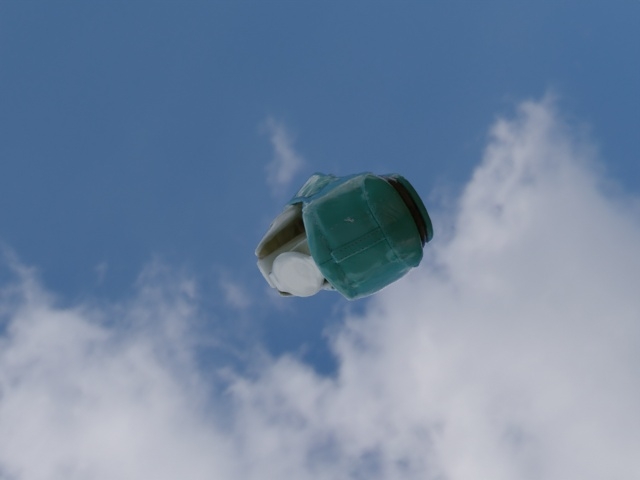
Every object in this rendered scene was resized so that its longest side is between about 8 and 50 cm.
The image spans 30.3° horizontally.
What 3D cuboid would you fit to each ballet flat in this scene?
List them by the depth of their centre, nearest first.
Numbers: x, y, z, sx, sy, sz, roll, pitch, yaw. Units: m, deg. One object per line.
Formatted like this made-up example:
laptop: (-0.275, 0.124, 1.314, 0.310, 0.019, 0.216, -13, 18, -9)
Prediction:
ballet flat: (0.000, 0.000, 0.772, 0.087, 0.247, 0.083, -27, -87, -9)
